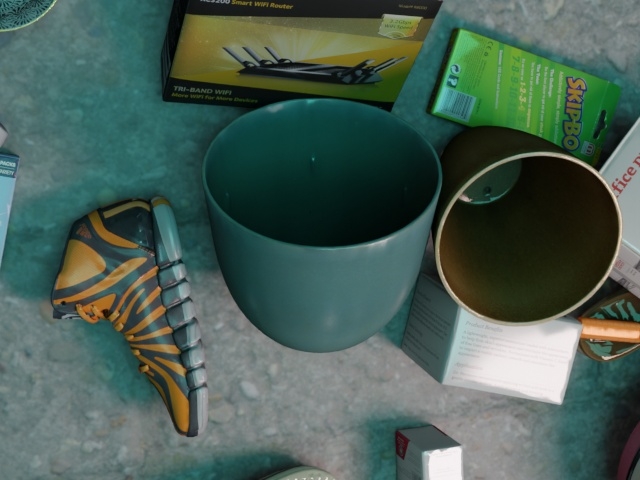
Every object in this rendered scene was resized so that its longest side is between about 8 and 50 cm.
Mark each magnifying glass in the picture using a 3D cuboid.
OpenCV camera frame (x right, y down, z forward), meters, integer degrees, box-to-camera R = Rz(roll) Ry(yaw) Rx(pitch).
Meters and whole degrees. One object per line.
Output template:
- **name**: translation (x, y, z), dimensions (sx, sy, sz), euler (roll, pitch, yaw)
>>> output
- **magnifying glass**: translation (0.466, 0.130, 1.942), dimensions (0.231, 0.026, 0.092), euler (6, 99, -13)

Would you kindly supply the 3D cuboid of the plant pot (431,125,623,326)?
- **plant pot**: translation (0.239, -0.053, 1.824), dimensions (0.237, 0.254, 0.237), euler (-4, 117, -7)

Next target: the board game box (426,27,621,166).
- **board game box**: translation (0.285, -0.196, 1.941), dimensions (0.259, 0.039, 0.124), euler (17, 95, -14)

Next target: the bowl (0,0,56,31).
- **bowl**: translation (-0.399, -0.342, 1.717), dimensions (0.170, 0.080, 0.170), euler (-2, 99, -14)

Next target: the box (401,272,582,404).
- **box**: translation (0.229, 0.131, 1.901), dimensions (0.181, 0.182, 0.119), euler (12, 98, -16)

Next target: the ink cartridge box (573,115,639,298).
- **ink cartridge box**: translation (0.498, -0.016, 1.910), dimensions (0.283, 0.117, 0.207), euler (37, 70, 6)

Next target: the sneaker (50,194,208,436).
- **sneaker**: translation (-0.251, 0.111, 1.817), dimensions (0.180, 0.124, 0.321), euler (-13, 91, -8)

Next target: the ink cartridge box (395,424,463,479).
- **ink cartridge box**: translation (0.153, 0.347, 1.951), dimensions (0.063, 0.109, 0.150), euler (-6, 100, -17)

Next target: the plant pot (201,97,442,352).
- **plant pot**: translation (0.000, 0.000, 1.770), dimensions (0.293, 0.293, 0.235), euler (-10, 132, -13)

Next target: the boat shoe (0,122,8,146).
- **boat shoe**: translation (-0.556, -0.197, 1.671), dimensions (0.367, 0.136, 0.156), euler (41, 87, -14)

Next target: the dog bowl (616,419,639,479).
- **dog bowl**: translation (0.603, 0.329, 1.984), dimensions (0.408, 0.150, 0.408), euler (-12, 124, -17)

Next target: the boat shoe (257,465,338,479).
- **boat shoe**: translation (-0.165, 0.488, 1.874), dimensions (0.500, 0.156, 0.187), euler (-44, 102, -17)

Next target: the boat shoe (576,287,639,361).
- **boat shoe**: translation (0.495, 0.086, 2.009), dimensions (0.302, 0.098, 0.109), euler (-25, 92, -8)

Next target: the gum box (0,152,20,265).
- **gum box**: translation (-0.474, -0.030, 1.766), dimensions (0.157, 0.041, 0.184), euler (10, 95, -16)

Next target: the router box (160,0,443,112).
- **router box**: translation (-0.030, -0.264, 1.746), dimensions (0.309, 0.243, 0.081), euler (2, 58, -15)
